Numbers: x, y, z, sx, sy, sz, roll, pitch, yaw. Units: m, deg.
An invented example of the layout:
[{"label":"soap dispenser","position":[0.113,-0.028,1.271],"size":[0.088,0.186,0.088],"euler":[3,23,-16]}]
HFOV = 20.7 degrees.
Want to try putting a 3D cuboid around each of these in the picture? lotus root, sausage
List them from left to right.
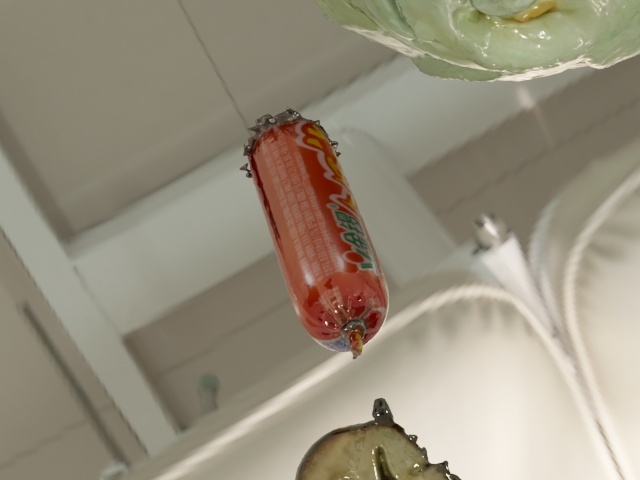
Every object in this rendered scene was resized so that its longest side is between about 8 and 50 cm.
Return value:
[{"label":"sausage","position":[0.000,0.000,0.750],"size":[0.048,0.145,0.050],"euler":[-3,125,-12]},{"label":"lotus root","position":[0.077,0.245,1.232],"size":[0.170,0.074,0.260],"euler":[-39,85,-14]}]

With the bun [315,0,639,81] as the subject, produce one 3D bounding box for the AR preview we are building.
[{"label":"bun","position":[0.099,-0.187,0.869],"size":[0.283,0.179,0.283],"euler":[-1,127,-2]}]
